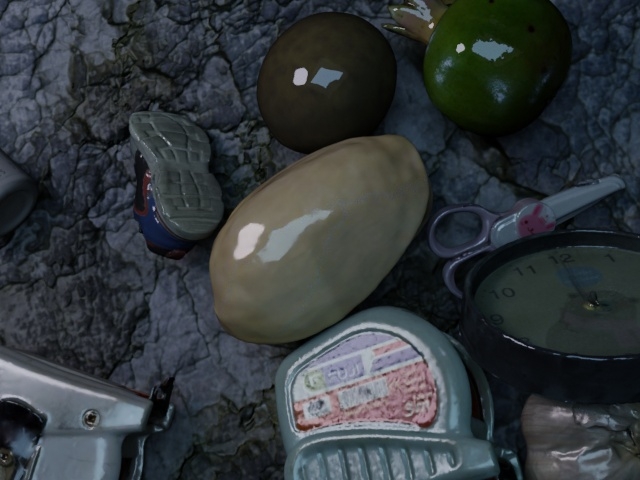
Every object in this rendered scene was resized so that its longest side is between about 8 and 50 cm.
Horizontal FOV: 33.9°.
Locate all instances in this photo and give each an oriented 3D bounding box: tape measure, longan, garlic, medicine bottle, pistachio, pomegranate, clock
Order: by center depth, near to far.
[{"bbox_3d":[0.318,0.210,1.110,0.228,0.152,0.228,2,85,-24],"label":"garlic"},{"bbox_3d":[0.287,0.070,1.117,0.280,0.280,0.055,0,119,11],"label":"clock"},{"bbox_3d":[0.080,0.201,1.168,0.243,0.125,0.246,-20,62,20],"label":"tape measure"},{"bbox_3d":[0.000,0.000,1.214,0.299,0.187,0.187,-36,74,1],"label":"pistachio"},{"bbox_3d":[0.180,-0.227,1.236,0.225,0.187,0.187,32,85,14],"label":"pomegranate"},{"bbox_3d":[-0.336,0.252,1.260,0.258,0.130,0.265,17,82,12],"label":"tape measure"},{"bbox_3d":[0.000,-0.187,1.279,0.159,0.204,0.185,39,50,-21],"label":"longan"},{"bbox_3d":[-0.458,-0.089,1.369,0.168,0.105,0.105,42,88,16],"label":"medicine bottle"}]

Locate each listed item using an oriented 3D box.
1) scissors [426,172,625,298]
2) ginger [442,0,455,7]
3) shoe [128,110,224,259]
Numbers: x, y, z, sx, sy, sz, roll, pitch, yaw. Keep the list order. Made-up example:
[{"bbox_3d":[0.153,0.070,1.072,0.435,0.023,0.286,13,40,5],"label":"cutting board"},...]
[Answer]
[{"bbox_3d":[0.247,-0.020,1.240,0.242,0.030,0.118,-24,108,-3],"label":"scissors"},{"bbox_3d":[0.167,-0.355,1.319,0.115,0.081,0.205,-22,81,23],"label":"ginger"},{"bbox_3d":[-0.190,-0.062,1.328,0.099,0.125,0.227,-1,47,-24],"label":"shoe"}]
